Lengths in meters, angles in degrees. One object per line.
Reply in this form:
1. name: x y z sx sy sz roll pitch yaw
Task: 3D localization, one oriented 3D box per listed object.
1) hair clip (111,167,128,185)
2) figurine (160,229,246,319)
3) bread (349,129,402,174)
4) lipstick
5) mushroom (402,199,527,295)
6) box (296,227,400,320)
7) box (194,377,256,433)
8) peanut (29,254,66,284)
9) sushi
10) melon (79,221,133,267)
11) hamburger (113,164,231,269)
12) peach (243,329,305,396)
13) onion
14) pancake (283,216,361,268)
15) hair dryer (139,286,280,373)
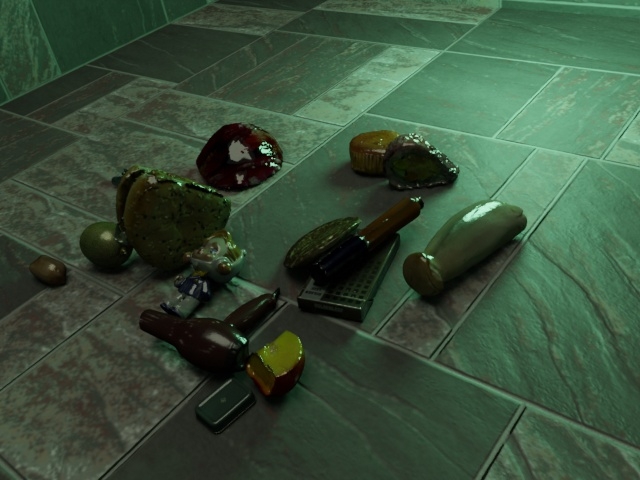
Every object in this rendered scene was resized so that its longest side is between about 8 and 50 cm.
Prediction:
1. hair clip: -0.614 -0.211 2.318 0.275 0.048 0.083 11 37 25
2. figurine: -0.309 0.100 1.772 0.194 0.133 0.274 -10 43 30
3. bread: 0.194 -0.300 2.182 0.199 0.104 0.199 -7 35 5
4. lipstick: 0.136 -0.010 1.759 0.077 0.077 0.418 26 47 39
5. mushroom: 0.369 0.004 1.716 0.407 0.137 0.154 -29 53 -33
6. box: 0.083 0.079 1.752 0.180 0.047 0.325 9 41 22
7. box: -0.215 0.367 1.460 0.126 0.031 0.091 -37 43 -28
8. peanut: -0.819 0.087 1.954 0.152 0.076 0.076 20 46 31
9. sushi: 0.314 -0.257 2.044 0.241 0.161 0.107 -5 36 9
10. melon: -0.637 0.013 1.947 0.192 0.139 0.139 16 44 35
11. hamburger: -0.438 -0.064 1.883 0.318 0.276 0.195 12 15 -43
12. peach: -0.093 0.282 1.475 0.151 0.118 0.151 -27 4 2
13. onion: -0.272 -0.310 2.283 0.314 0.146 0.280 -20 41 -19
14. pancake: 0.000 -0.001 1.814 0.250 0.031 0.250 -31 13 8
15. hair dryer: -0.242 0.190 1.655 0.313 0.123 0.340 18 34 31
